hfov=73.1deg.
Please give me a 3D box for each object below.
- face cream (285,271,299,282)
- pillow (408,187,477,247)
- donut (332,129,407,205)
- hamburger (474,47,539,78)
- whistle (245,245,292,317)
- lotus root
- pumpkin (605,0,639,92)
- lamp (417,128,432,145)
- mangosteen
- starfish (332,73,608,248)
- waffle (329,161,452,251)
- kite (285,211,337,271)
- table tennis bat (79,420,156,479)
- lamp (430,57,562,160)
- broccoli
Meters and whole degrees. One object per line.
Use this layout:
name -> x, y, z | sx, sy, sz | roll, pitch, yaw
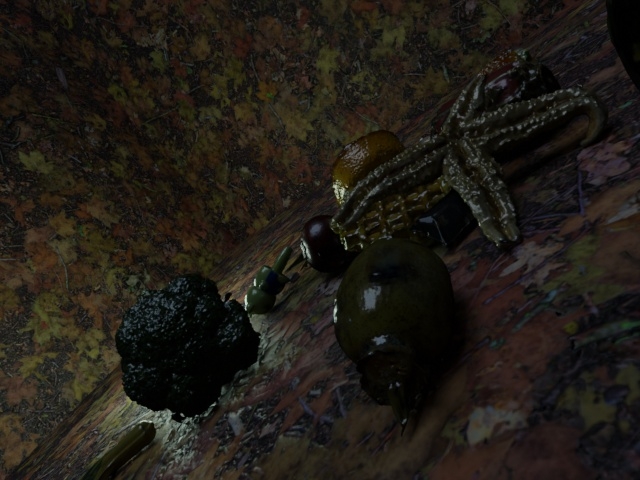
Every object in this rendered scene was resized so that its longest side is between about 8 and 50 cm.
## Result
face cream -> -0.097, 0.117, 1.328 | 0.040, 0.021, 0.083 | -45, 12, -29
pillow -> 0.241, -0.046, 0.776 | 0.150, 0.090, 0.048 | -41, -30, -17
donut -> 0.143, -0.174, 1.172 | 0.253, 0.253, 0.118 | -39, 55, 2
hamburger -> 0.482, -0.407, 1.172 | 0.236, 0.147, 0.237 | -41, 9, 8
whistle -> -0.141, 0.119, 1.217 | 0.228, 0.085, 0.105 | -59, -14, -2
lotus root -> 0.090, 0.094, 0.542 | 0.154, 0.154, 0.278 | -33, 18, 30
pumpkin -> 0.408, -0.225, 0.228 | 0.453, 0.345, 0.454 | -21, -2, -1
lamp -> 0.314, -0.245, 1.181 | 0.118, 0.118, 0.253 | -32, 15, 32
mangosteen -> 0.037, -0.004, 1.084 | 0.181, 0.156, 0.146 | -21, -21, 7
starfish -> 0.257, -0.123, 0.748 | 0.432, 0.083, 0.324 | -44, 49, -11
waffle -> 0.163, -0.078, 0.943 | 0.324, 0.068, 0.302 | 8, 50, 51
kite -> 0.000, 0.000, 1.250 | 0.323, 0.013, 0.268 | -35, -18, -50
table tennis bat -> -0.502, 0.535, 0.993 | 0.321, 0.050, 0.198 | -44, 10, 3
lamp -> 0.368, -0.262, 0.930 | 0.273, 0.177, 0.177 | -25, 19, 50
broccoli -> -0.292, 0.227, 0.983 | 0.303, 0.322, 0.283 | -30, -19, -1
